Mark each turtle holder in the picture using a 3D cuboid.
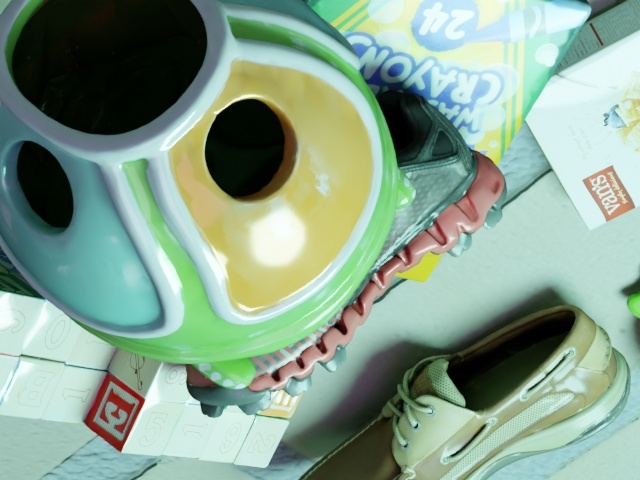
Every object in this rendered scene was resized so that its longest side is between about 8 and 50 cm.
[{"bbox_3d":[-0.104,-0.085,0.904,0.243,0.320,0.227,-31,154,1],"label":"turtle holder"}]

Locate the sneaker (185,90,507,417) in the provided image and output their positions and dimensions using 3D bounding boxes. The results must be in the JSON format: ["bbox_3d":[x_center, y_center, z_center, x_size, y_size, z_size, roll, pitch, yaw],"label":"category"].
[{"bbox_3d":[0.000,0.000,1.040,0.276,0.097,0.135,-41,118,-14],"label":"sneaker"}]

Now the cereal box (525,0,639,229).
[{"bbox_3d":[0.283,-0.123,1.186,0.240,0.047,0.173,-29,132,11],"label":"cereal box"}]

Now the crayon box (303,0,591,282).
[{"bbox_3d":[0.032,-0.089,1.133,0.203,0.083,0.323,12,127,-23],"label":"crayon box"}]

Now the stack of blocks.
[{"bbox_3d":[-0.165,0.078,1.097,0.297,0.171,0.087,18,100,-53],"label":"stack of blocks"}]

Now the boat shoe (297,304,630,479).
[{"bbox_3d":[0.115,0.155,1.357,0.324,0.122,0.120,-30,126,2],"label":"boat shoe"}]

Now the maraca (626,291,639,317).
[{"bbox_3d":[0.353,0.090,1.365,0.127,0.099,0.186,-27,106,8],"label":"maraca"}]
